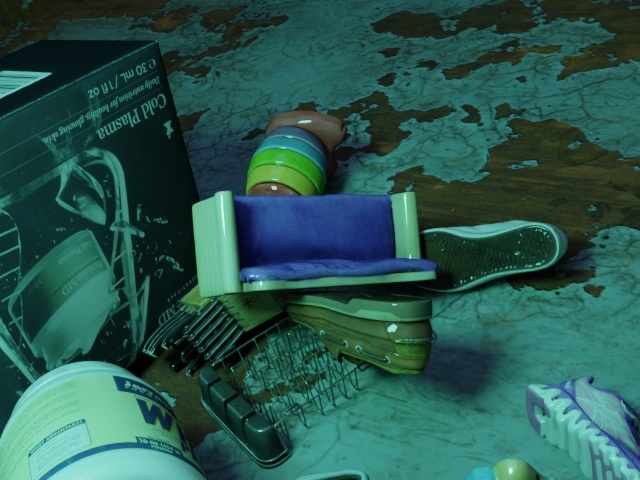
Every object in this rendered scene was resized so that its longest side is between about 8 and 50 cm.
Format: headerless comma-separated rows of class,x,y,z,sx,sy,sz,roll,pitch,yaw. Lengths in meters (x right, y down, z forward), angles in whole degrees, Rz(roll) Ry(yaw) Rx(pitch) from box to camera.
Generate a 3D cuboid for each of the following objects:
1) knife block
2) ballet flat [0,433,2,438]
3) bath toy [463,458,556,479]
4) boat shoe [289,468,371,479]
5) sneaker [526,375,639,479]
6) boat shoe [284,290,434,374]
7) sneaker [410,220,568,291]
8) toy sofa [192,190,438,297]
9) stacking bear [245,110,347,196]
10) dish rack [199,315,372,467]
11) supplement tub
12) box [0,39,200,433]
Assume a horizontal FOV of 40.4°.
knife block,-0.171,0.106,1.470,0.242,0.088,0.276,-29,21,20
ballet flat,-0.622,0.351,1.331,0.342,0.124,0.116,-23,36,-7
bath toy,0.215,0.399,0.904,0.128,0.151,0.348,18,37,-10
boat shoe,-0.077,0.356,1.098,0.320,0.103,0.118,-12,35,13
sneaker,0.358,0.243,1.078,0.104,0.095,0.236,-19,33,-15
boat shoe,0.039,0.127,1.232,0.110,0.105,0.307,-3,2,-29
sneaker,0.266,0.025,1.431,0.290,0.106,0.123,-5,2,31
toy sofa,0.000,0.000,1.333,0.362,0.150,0.177,-2,-6,-34
stacking bear,-0.068,-0.094,1.666,0.164,0.175,0.289,17,54,1
dish rack,-0.037,0.198,1.329,0.271,0.074,0.208,-32,39,-22
supplement tub,-0.262,0.296,1.038,0.235,0.236,0.325,-27,23,-13
box,-0.453,-0.026,1.410,0.297,0.472,0.480,9,34,31
